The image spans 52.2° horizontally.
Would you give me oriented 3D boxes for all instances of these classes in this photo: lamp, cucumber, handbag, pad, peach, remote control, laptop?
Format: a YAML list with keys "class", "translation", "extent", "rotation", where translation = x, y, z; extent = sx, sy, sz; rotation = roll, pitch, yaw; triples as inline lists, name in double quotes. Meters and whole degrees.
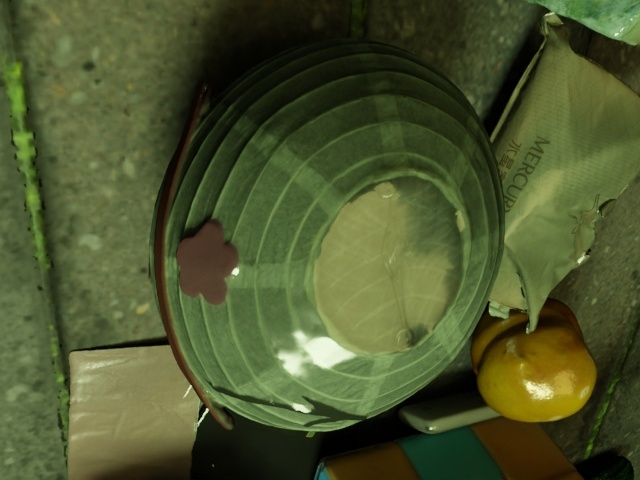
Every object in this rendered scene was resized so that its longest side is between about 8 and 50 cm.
- class: "lamp"
  translation: [0.000, 0.000, 0.447]
  extent: [0.233, 0.233, 0.265]
  rotation: [2, 95, -31]
- class: "cucumber"
  translation: [0.399, 0.403, 1.017]
  extent: [0.265, 0.077, 0.077]
  rotation: [-11, 123, -24]
- class: "handbag"
  translation: [0.207, -0.045, 0.608]
  extent: [0.182, 0.117, 0.270]
  rotation: [23, 104, -17]
- class: "pad"
  translation: [-0.167, 0.172, 0.585]
  extent: [0.113, 0.006, 0.188]
  rotation: [0, 117, -22]
- class: "peach"
  translation: [0.230, 0.134, 0.716]
  extent: [0.138, 0.138, 0.138]
  rotation: [-15, 124, -23]
- class: "remote control"
  translation: [0.215, 0.187, 0.789]
  extent: [0.261, 0.067, 0.029]
  rotation: [-5, 93, -28]
- class: "laptop"
  translation: [-0.046, 0.202, 0.674]
  extent: [0.197, 0.016, 0.135]
  rotation: [25, 102, -38]

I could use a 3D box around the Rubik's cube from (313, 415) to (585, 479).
- class: "Rubik's cube"
  translation: [0.153, 0.405, 0.710]
  extent: [0.291, 0.292, 0.290]
  rotation: [-7, 129, -25]

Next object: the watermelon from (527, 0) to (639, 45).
- class: "watermelon"
  translation: [0.296, -0.217, 0.536]
  extent: [0.256, 0.193, 0.140]
  rotation: [-1, 120, -46]
